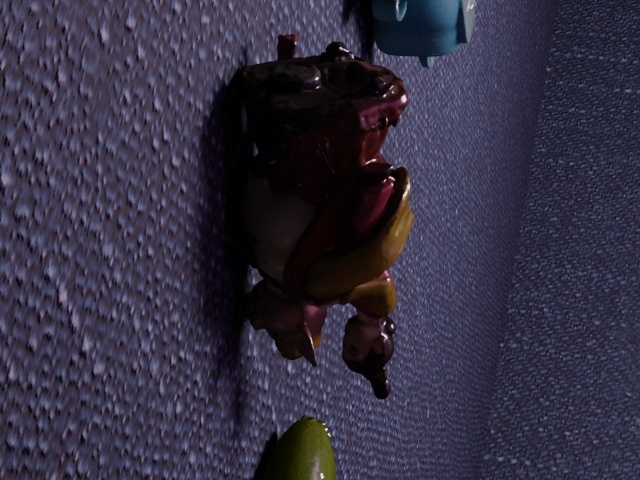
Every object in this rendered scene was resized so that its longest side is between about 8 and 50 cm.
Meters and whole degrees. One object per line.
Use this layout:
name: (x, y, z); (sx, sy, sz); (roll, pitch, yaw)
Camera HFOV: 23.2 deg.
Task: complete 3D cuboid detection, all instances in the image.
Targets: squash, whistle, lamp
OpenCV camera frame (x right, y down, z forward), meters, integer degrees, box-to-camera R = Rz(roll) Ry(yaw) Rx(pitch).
squash: (-0.023, 0.211, 1.117); (0.066, 0.066, 0.201); (83, 14, -45)
whistle: (0.078, -0.253, 1.301); (0.274, 0.093, 0.186); (79, 21, -45)
lamp: (0.000, 0.000, 1.022); (0.118, 0.118, 0.253); (-65, 161, -56)
